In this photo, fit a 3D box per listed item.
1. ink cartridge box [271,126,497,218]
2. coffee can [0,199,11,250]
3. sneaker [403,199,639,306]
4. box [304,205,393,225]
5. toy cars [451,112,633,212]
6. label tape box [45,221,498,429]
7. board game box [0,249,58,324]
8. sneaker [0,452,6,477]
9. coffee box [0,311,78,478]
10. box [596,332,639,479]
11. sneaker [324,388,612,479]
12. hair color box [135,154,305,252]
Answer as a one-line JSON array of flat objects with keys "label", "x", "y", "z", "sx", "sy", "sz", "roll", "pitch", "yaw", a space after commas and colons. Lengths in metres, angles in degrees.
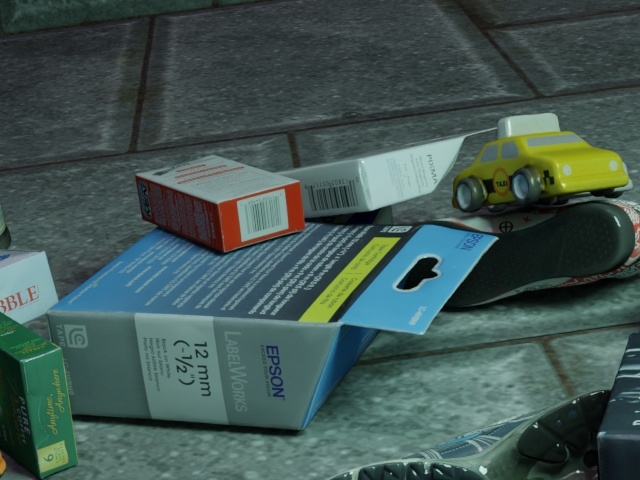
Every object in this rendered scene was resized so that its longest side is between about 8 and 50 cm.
[{"label": "ink cartridge box", "x": 0.059, "y": -0.066, "z": 1.505, "sx": 0.232, "sy": 0.066, "sz": 0.189, "roll": -10, "pitch": 2, "yaw": -43}, {"label": "coffee can", "x": -0.490, "y": -0.108, "z": 1.733, "sx": 0.202, "sy": 0.275, "sz": 0.201, "roll": -6, "pitch": 20, "yaw": 2}, {"label": "sneaker", "x": 0.205, "y": 0.013, "z": 1.465, "sx": 0.270, "sy": 0.090, "sz": 0.145, "roll": -10, "pitch": -5, "yaw": 34}, {"label": "box", "x": 0.000, "y": 0.000, "z": 1.571, "sx": 0.137, "sy": 0.072, "sz": 0.126, "roll": -1, "pitch": 22, "yaw": 15}, {"label": "toy cars", "x": 0.227, "y": -0.079, "z": 1.508, "sx": 0.177, "sy": 0.087, "sz": 0.394, "roll": -6, "pitch": 0, "yaw": 13}, {"label": "label tape box", "x": -0.034, "y": 0.071, "z": 1.339, "sx": 0.348, "sy": 0.115, "sz": 0.249, "roll": 3, "pitch": 21, "yaw": 21}, {"label": "board game box", "x": -0.476, "y": 0.088, "z": 1.441, "sx": 0.319, "sy": 0.065, "sz": 0.318, "roll": -26, "pitch": 18, "yaw": -40}, {"label": "sneaker", "x": -0.370, "y": 0.167, "z": 1.220, "sx": 0.221, "sy": 0.087, "sz": 0.083, "roll": -6, "pitch": 18, "yaw": 12}, {"label": "coffee box", "x": -0.274, "y": 0.124, "z": 1.278, "sx": 0.040, "sy": 0.113, "sz": 0.184, "roll": -17, "pitch": 21, "yaw": -33}, {"label": "box", "x": 0.315, "y": 0.153, "z": 0.778, "sx": 0.313, "sy": 0.178, "sz": 0.343, "roll": -3, "pitch": 3, "yaw": 14}, {"label": "sneaker", "x": 0.098, "y": 0.190, "z": 1.029, "sx": 0.283, "sy": 0.110, "sz": 0.122, "roll": -17, "pitch": -6, "yaw": -7}, {"label": "hair color box", "x": -0.099, "y": -0.038, "z": 1.424, "sx": 0.093, "sy": 0.053, "sz": 0.167, "roll": -17, "pitch": 21, "yaw": -30}]
